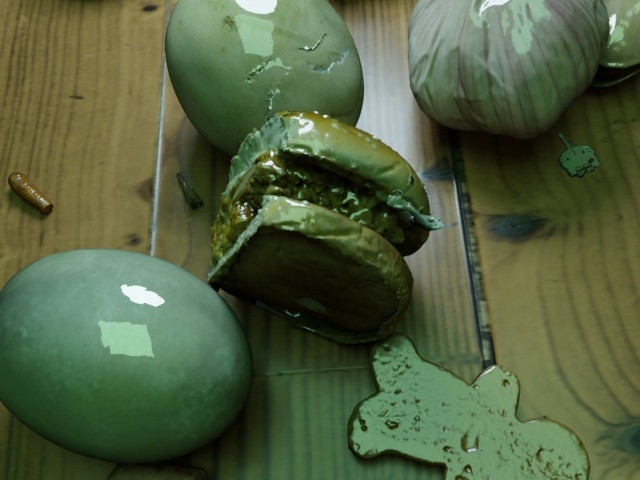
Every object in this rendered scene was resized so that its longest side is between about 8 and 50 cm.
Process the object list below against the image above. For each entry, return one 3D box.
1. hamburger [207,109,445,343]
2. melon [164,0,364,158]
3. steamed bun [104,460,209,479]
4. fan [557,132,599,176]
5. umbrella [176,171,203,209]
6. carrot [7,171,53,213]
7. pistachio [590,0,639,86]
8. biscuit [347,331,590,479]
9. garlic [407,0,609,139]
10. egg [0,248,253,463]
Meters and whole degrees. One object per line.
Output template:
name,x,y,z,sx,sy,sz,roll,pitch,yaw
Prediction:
hamburger,0.000,0.000,0.941,0.277,0.318,0.195,24,61,-18
melon,-0.079,-0.246,1.086,0.268,0.268,0.330,-39,87,-14
steamed bun,-0.213,0.353,0.887,0.145,0.106,0.175,2,50,13
fan,0.389,-0.135,1.123,0.056,0.004,0.083,-25,64,-6
umbrella,-0.207,-0.078,1.146,0.020,0.031,0.083,-42,60,21
carrot,-0.467,-0.077,1.170,0.093,0.032,0.032,39,73,17
pistachio,0.485,-0.331,1.144,0.131,0.129,0.206,27,75,23
biscuit,0.186,0.245,0.927,0.302,0.049,0.196,19,71,15
garlic,0.269,-0.307,1.079,0.318,0.259,0.317,-9,59,15
egg,-0.253,0.139,0.910,0.353,0.258,0.258,8,64,21
